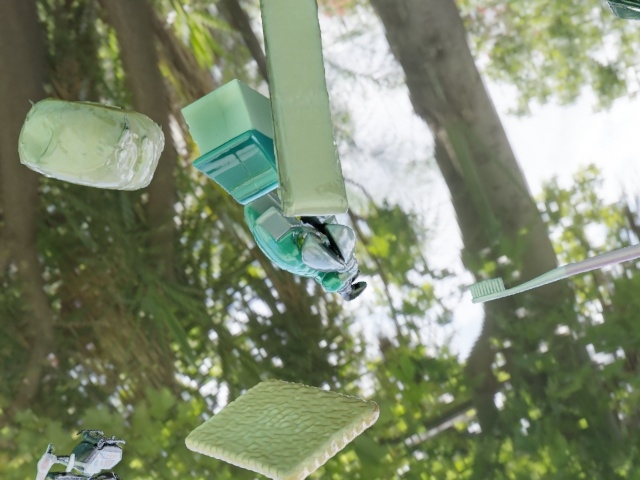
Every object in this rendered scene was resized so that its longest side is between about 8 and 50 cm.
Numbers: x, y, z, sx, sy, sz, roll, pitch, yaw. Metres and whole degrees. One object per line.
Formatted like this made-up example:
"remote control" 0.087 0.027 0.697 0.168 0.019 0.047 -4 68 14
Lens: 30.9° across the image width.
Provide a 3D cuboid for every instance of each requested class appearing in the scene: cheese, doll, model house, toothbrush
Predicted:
"cheese" -0.032 -0.219 1.470 0.085 0.034 0.400 -5 -109 -8
"doll" -0.011 -0.014 1.859 0.153 0.258 0.195 -43 -113 7
"model house" -0.105 -0.123 1.579 0.100 0.127 0.149 -28 -115 21
"toothbrush" 0.298 0.027 1.308 0.286 0.025 0.020 -17 176 27

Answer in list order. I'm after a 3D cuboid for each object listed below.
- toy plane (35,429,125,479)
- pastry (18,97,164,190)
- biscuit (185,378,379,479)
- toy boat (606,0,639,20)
"toy plane" -0.361 0.333 1.768 0.053 0.197 0.078 17 -89 29
"pastry" -0.251 -0.108 1.272 0.166 0.166 0.088 22 -78 49
"biscuit" -0.051 0.236 1.451 0.160 0.030 0.250 -34 -159 -31
"toy boat" 0.331 -0.270 1.094 0.296 0.122 0.114 11 -147 2
